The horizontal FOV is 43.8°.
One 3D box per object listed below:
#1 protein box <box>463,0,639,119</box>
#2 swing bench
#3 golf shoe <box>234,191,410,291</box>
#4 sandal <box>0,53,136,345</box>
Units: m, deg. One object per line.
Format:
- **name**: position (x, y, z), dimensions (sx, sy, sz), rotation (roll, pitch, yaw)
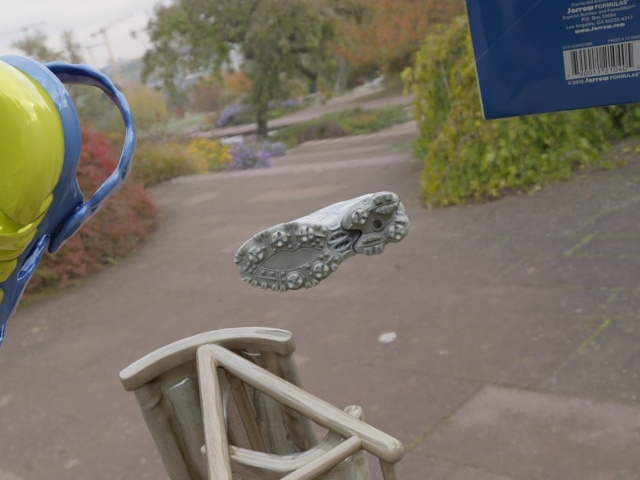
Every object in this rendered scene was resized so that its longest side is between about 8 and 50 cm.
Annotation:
- **protein box**: position (0.205, -0.216, 0.569), dimensions (0.200, 0.201, 0.136), rotation (-4, 35, 21)
- **swing bench**: position (-0.038, 0.237, 0.728), dimensions (0.165, 0.253, 0.255), rotation (-26, 34, -18)
- **golf shoe**: position (0.000, 0.000, 0.797), dimensions (0.176, 0.069, 0.086), rotation (-17, 12, -4)
- **sandal**: position (-0.215, -0.008, 0.528), dimensions (0.317, 0.126, 0.138), rotation (-39, 2, 38)
